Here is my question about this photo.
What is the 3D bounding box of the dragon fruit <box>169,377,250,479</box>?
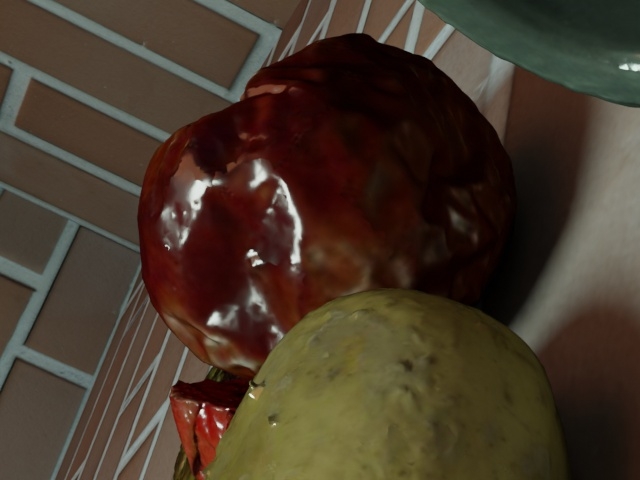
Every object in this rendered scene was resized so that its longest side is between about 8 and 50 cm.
[{"bbox_3d":[0.003,0.140,0.680,0.192,0.122,0.092,11,103,51],"label":"dragon fruit"}]

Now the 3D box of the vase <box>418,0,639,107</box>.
[{"bbox_3d":[0.156,-0.236,0.471,0.291,0.245,0.245,-63,11,-18],"label":"vase"}]

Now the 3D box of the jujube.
[{"bbox_3d":[0.005,-0.011,0.691,0.213,0.213,0.232,-57,-8,29],"label":"jujube"}]

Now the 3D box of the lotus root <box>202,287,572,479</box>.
[{"bbox_3d":[0.000,0.169,0.452,0.169,0.151,0.343,-50,14,57],"label":"lotus root"}]

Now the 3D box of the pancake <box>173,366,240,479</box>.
[{"bbox_3d":[-0.056,0.196,0.917,0.427,0.067,0.305,144,143,-64],"label":"pancake"}]
